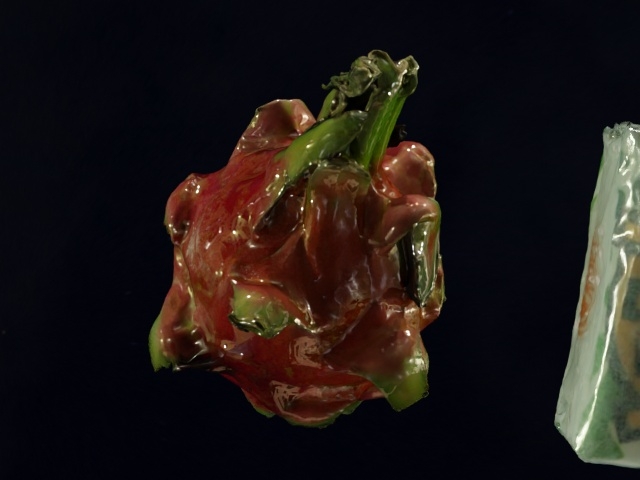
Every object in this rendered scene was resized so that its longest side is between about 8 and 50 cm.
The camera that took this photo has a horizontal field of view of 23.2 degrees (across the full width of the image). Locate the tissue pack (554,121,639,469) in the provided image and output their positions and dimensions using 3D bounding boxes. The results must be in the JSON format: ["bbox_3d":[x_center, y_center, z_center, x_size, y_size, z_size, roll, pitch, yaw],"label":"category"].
[{"bbox_3d":[0.331,0.052,1.053,0.310,0.128,0.228,9,-86,0],"label":"tissue pack"}]

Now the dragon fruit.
[{"bbox_3d":[-0.002,0.003,0.713,0.135,0.236,0.137,7,-115,-11],"label":"dragon fruit"}]
